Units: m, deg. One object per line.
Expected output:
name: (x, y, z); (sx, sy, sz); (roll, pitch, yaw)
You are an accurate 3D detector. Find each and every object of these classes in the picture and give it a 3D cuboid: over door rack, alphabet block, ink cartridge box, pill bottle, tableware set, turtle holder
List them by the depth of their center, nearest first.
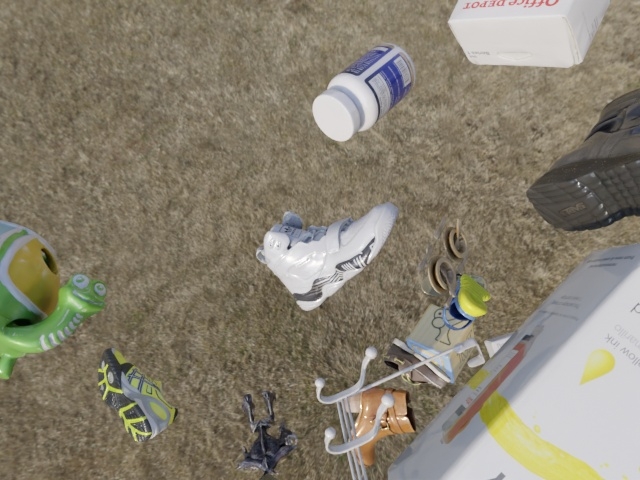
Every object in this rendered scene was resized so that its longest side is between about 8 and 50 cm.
ink cartridge box: (0.297, 0.236, 0.456); (0.279, 0.160, 0.385); (42, 92, 9)
ink cartridge box: (0.290, -0.347, 0.567); (0.160, 0.092, 0.220); (24, 87, 44)
over door rack: (0.159, 0.276, 0.718); (0.323, 0.108, 0.240); (-15, 31, -1)
turtle holder: (-0.566, 0.082, 0.758); (0.319, 0.243, 0.228); (-8, 47, 30)
tableware set: (0.303, 0.040, 1.016); (0.128, 0.039, 0.194); (50, 51, -18)
pill bottle: (0.110, -0.372, 1.114); (0.153, 0.153, 0.264); (38, 62, 15)
alphabet block: (0.483, 0.407, 1.762); (0.192, 0.194, 0.197); (21, 56, 38)

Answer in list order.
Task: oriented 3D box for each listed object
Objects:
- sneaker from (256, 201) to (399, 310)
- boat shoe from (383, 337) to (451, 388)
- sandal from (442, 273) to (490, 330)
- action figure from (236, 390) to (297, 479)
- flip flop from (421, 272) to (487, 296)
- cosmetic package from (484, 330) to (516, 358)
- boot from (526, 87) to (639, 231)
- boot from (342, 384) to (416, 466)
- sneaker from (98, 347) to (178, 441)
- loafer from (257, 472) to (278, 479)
sneaker: (0.000, 0.000, 1.017); (0.210, 0.366, 0.137); (41, 35, -5)
boat shoe: (0.298, 0.409, 1.416); (0.116, 0.324, 0.097); (41, 83, -15)
sandal: (0.483, 0.209, 1.490); (0.126, 0.317, 0.138); (43, 113, 15)
action figure: (-0.147, 0.553, 1.220); (0.163, 0.141, 0.276); (-21, 31, -3)
flip flop: (0.566, 0.185, 1.889); (0.276, 0.080, 0.113); (0, 76, 29)
cosmetic package: (0.502, 0.342, 1.076); (0.117, 0.085, 0.231); (-19, 77, 3)
boot: (0.411, -0.119, 0.486); (0.223, 0.338, 0.118); (-45, 108, -10)
boot: (0.201, 0.594, 1.406); (0.219, 0.109, 0.284); (-9, 93, 25)
sneaker: (-0.648, 0.526, 1.542); (0.384, 0.147, 0.145); (42, 115, 28)
loafer: (-0.041, 0.560, 0.939); (0.250, 0.095, 0.087); (11, 28, 22)
